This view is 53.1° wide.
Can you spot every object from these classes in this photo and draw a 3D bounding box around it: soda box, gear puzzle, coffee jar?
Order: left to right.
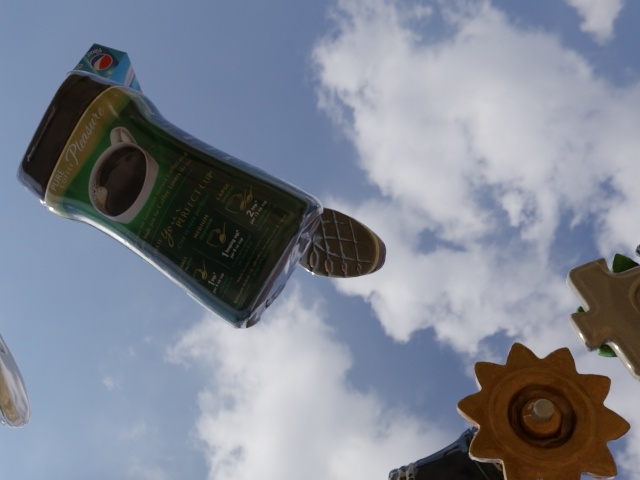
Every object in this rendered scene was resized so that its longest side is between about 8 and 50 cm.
[{"bbox_3d":[-0.355,-0.240,1.128,0.067,0.210,0.071,19,-116,11],"label":"soda box"},{"bbox_3d":[-0.098,-0.029,0.412,0.184,0.079,0.096,32,-82,6],"label":"coffee jar"},{"bbox_3d":[0.240,0.068,0.358,0.339,0.044,0.175,-19,-128,-7],"label":"gear puzzle"}]

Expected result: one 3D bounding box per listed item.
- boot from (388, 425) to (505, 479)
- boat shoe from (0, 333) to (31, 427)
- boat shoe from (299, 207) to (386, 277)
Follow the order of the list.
[{"bbox_3d":[0.195,0.330,0.723,0.179,0.085,0.236,-33,-115,18],"label":"boot"},{"bbox_3d":[-0.408,0.151,0.764,0.063,0.066,0.184,-32,-105,-12],"label":"boat shoe"},{"bbox_3d":[0.000,0.000,0.636,0.178,0.060,0.064,10,-89,46],"label":"boat shoe"}]
